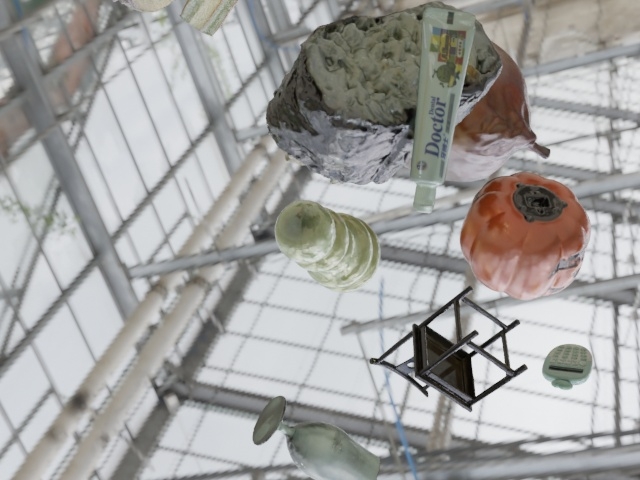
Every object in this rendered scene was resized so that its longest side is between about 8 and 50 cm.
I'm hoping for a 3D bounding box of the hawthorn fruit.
[{"bbox_3d":[0.249,-0.251,1.983,0.308,0.308,0.325,-20,-139,-2],"label":"hawthorn fruit"}]

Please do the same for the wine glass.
[{"bbox_3d":[-0.003,0.333,1.656,0.093,0.202,0.093,-49,-161,23],"label":"wine glass"}]

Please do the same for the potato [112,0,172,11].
[{"bbox_3d":[-0.276,-0.378,1.484,0.089,0.100,0.172,-47,172,8],"label":"potato"}]

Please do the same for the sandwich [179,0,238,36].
[{"bbox_3d":[-0.182,-0.445,1.852,0.163,0.079,0.113,-55,-165,10],"label":"sandwich"}]

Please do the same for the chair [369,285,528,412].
[{"bbox_3d":[0.230,0.224,1.901,0.260,0.154,0.141,-42,-153,30],"label":"chair"}]

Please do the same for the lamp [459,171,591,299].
[{"bbox_3d":[0.296,-0.001,1.516,0.187,0.164,0.188,5,-131,-6],"label":"lamp"}]

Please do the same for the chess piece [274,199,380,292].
[{"bbox_3d":[0.000,0.000,1.800,0.144,0.145,0.251,-11,164,19],"label":"chess piece"}]

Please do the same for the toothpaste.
[{"bbox_3d":[0.144,-0.161,1.296,0.067,0.256,0.037,7,-174,-4],"label":"toothpaste"}]

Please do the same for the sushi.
[{"bbox_3d":[0.095,-0.210,1.469,0.350,0.211,0.171,-30,164,-36],"label":"sushi"}]

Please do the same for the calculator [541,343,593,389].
[{"bbox_3d":[0.489,0.251,2.053,0.095,0.021,0.153,4,-148,22],"label":"calculator"}]
